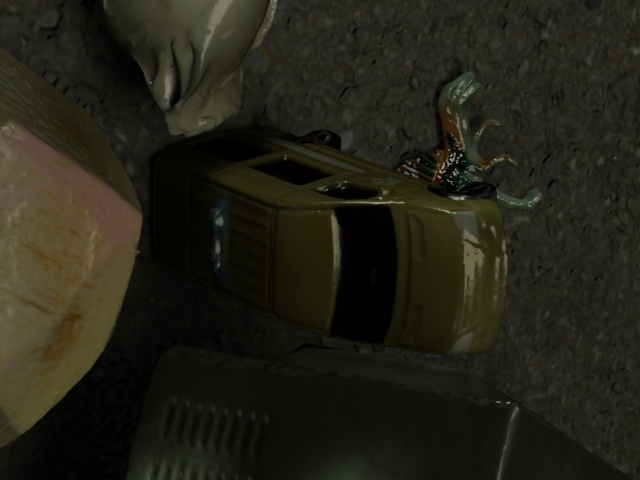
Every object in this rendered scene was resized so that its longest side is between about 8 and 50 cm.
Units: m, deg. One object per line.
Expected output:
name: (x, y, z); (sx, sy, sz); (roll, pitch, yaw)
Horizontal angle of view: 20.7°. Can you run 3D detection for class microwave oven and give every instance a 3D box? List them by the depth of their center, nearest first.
microwave oven: (0.063, 0.268, 1.107); (0.432, 0.236, 0.374); (36, 66, -58)

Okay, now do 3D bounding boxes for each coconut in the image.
coconut: (-0.209, 0.004, 0.949); (0.237, 0.197, 0.236); (-10, 104, -44)

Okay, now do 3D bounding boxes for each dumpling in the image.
dumpling: (-0.073, -0.156, 1.083); (0.127, 0.108, 0.188); (6, 84, -65)

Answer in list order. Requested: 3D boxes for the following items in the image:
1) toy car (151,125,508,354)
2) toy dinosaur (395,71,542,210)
toy car: (0.000, 0.000, 1.078); (0.124, 0.257, 0.101); (-9, 109, -33)
toy dinosaur: (0.093, -0.024, 1.291); (0.106, 0.044, 0.187); (30, 96, -26)
